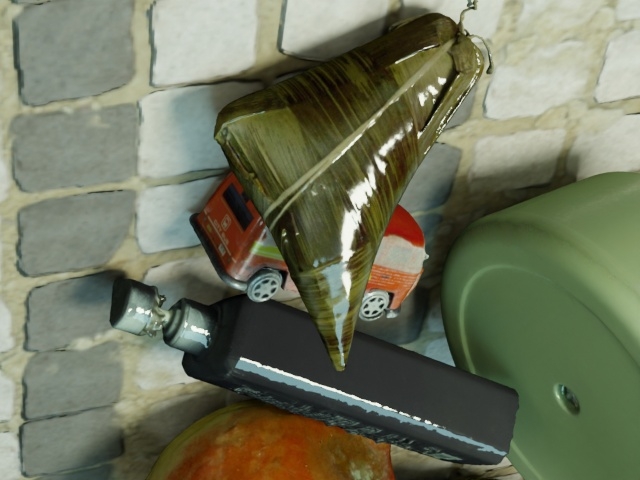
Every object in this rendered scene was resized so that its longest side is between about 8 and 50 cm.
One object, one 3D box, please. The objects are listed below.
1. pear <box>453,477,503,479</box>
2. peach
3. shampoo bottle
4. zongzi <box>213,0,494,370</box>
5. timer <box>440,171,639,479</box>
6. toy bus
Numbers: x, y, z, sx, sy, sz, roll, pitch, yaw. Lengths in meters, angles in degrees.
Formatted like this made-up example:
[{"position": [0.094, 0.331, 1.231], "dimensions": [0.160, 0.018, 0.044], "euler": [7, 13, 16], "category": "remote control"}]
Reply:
[{"position": [0.150, 0.403, 1.405], "dimensions": [0.352, 0.352, 0.413], "euler": [-23, 141, -1], "category": "pear"}, {"position": [-0.032, 0.232, 1.212], "dimensions": [0.256, 0.232, 0.232], "euler": [-41, 142, 0], "category": "peach"}, {"position": [-0.008, 0.095, 1.100], "dimensions": [0.309, 0.071, 0.098], "euler": [20, 167, -23], "category": "shampoo bottle"}, {"position": [0.050, -0.038, 0.958], "dimensions": [0.187, 0.184, 0.084], "euler": [-26, 178, -2], "category": "zongzi"}, {"position": [0.296, 0.043, 1.151], "dimensions": [0.315, 0.291, 0.291], "euler": [-32, 147, -24], "category": "timer"}, {"position": [0.000, 0.000, 1.060], "dimensions": [0.174, 0.079, 0.077], "euler": [12, 121, -38], "category": "toy bus"}]
